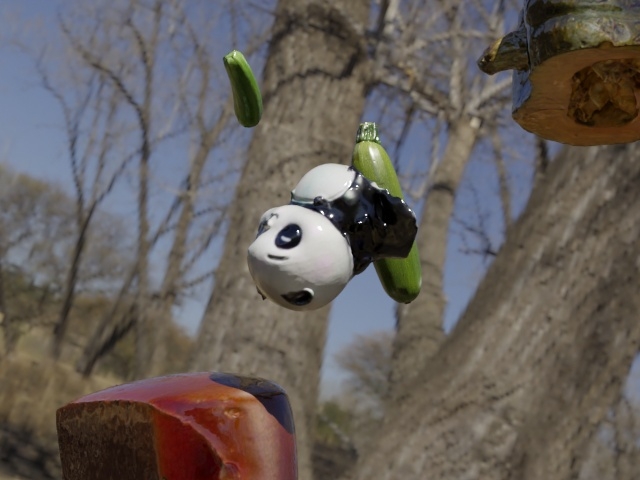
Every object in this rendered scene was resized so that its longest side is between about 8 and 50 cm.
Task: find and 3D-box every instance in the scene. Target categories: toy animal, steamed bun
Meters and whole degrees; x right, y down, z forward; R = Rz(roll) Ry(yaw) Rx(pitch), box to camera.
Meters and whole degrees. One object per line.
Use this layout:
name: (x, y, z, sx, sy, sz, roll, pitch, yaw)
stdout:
toy animal: (0.000, 0.000, 1.467, 0.138, 0.179, 0.166, 60, -19, -18)
steamed bun: (-0.165, 0.291, 1.631, 0.248, 0.235, 0.379, -3, -5, -37)

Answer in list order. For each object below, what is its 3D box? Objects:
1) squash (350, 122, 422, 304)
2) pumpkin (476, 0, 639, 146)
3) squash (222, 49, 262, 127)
squash: (0.084, -0.035, 1.675, 0.066, 0.252, 0.066, -16, 2, 1)
pumpkin: (0.285, -0.210, 1.367, 0.221, 0.139, 0.317, 7, -10, 7)
squash: (-0.067, -0.132, 1.088, 0.027, 0.027, 0.089, 18, -31, 18)
